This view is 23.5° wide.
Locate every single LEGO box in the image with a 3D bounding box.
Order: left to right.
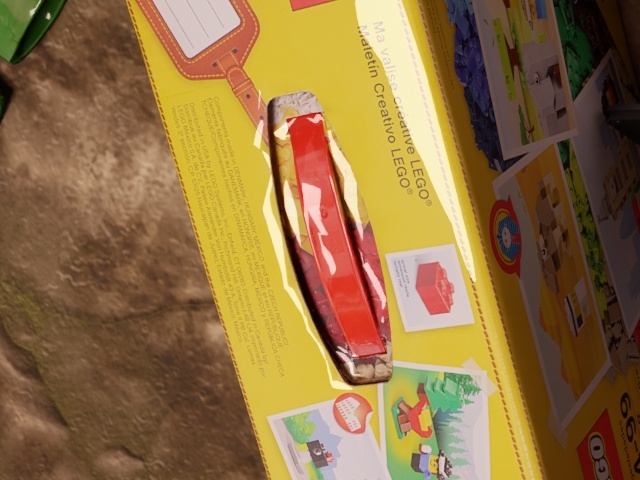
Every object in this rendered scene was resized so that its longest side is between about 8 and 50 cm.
[{"bbox_3d":[0.083,-0.052,1.054,0.193,0.372,0.500,-10,103,29],"label":"LEGO box"}]

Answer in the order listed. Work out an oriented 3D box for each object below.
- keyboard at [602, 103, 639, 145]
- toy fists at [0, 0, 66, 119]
[{"bbox_3d":[0.360,-0.055,1.000,0.317,0.201,0.033,5,73,48],"label":"keyboard"},{"bbox_3d":[-0.331,-0.187,1.384,0.142,0.096,0.279,36,119,0],"label":"toy fists"}]
